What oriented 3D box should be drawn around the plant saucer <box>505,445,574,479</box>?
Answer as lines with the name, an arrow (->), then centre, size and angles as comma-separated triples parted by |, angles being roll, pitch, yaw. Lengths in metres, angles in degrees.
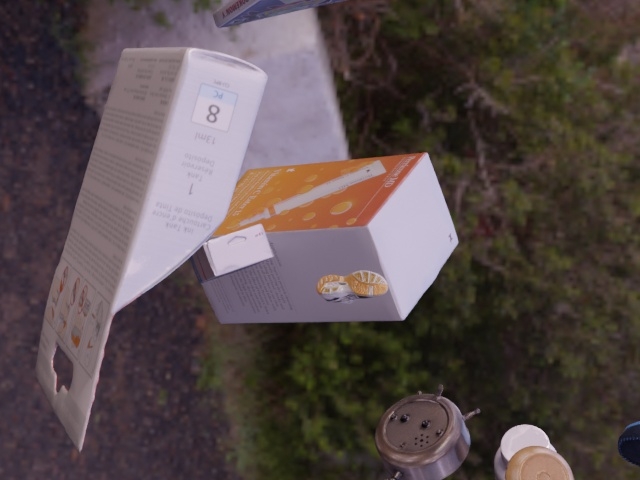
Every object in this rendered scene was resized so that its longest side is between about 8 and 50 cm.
plant saucer -> 0.249, 0.269, 1.422 | 0.015, 0.083, 0.083 | 116, -12, -62

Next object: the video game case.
video game case -> 0.000, -0.290, 1.439 | 0.183, 0.201, 0.023 | -11, -85, 64

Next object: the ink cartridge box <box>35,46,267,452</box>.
ink cartridge box -> -0.184, -0.004, 1.286 | 0.308, 0.091, 0.385 | 23, -82, 68

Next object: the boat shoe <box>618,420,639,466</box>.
boat shoe -> 0.545, 0.323, 1.836 | 0.089, 0.258, 0.109 | -51, 126, -33

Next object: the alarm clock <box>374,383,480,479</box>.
alarm clock -> 0.132, 0.290, 1.777 | 0.192, 0.129, 0.064 | -54, 137, -28

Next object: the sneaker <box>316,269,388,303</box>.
sneaker -> 0.039, 0.055, 1.447 | 0.037, 0.083, 0.032 | 60, 35, -57

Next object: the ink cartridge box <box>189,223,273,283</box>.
ink cartridge box -> -0.126, 0.019, 1.759 | 0.122, 0.089, 0.052 | 154, -83, -73

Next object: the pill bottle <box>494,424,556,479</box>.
pill bottle -> 0.300, 0.340, 1.832 | 0.169, 0.094, 0.094 | 76, 24, -48

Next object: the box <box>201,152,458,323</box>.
box -> 0.000, 0.000, 1.941 | 0.215, 0.345, 0.168 | -50, 127, -45
